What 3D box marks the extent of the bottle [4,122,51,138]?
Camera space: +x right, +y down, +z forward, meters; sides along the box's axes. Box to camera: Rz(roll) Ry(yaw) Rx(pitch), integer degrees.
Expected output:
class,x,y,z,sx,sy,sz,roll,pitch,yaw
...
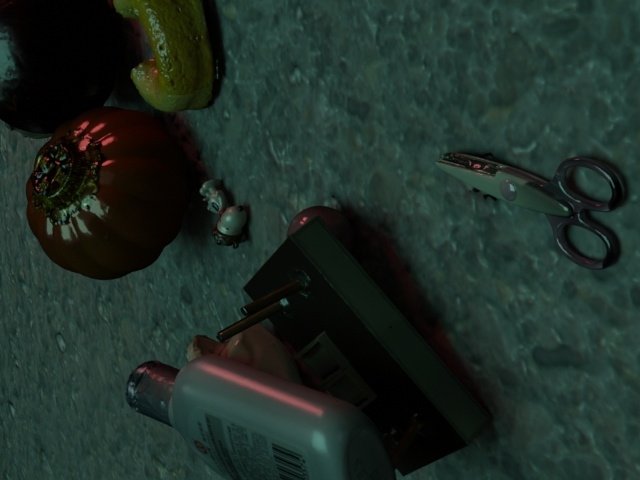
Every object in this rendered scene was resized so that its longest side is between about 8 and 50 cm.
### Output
class,x,y,z,sx,sy,sz,roll,pitch,yaw
bottle,-0.440,-0.209,1.524,0.152,0.099,0.099,-33,76,59

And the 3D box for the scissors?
class,x,y,z,sx,sy,sz,roll,pitch,yaw
scissors,0.154,-0.038,0.742,0.176,0.022,0.085,28,132,46

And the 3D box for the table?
class,x,y,z,sx,sy,sz,roll,pitch,yaw
table,0.017,0.118,0.885,0.240,0.111,0.121,49,145,5

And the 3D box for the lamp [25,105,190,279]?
class,x,y,z,sx,sy,sz,roll,pitch,yaw
lamp,-0.267,-0.060,1.225,0.223,0.196,0.223,-9,72,29

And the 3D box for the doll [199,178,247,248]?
class,x,y,z,sx,sy,sz,roll,pitch,yaw
doll,-0.117,-0.031,1.155,0.085,0.040,0.058,40,123,36

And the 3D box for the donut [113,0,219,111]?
class,x,y,z,sx,sy,sz,roll,pitch,yaw
donut,-0.177,-0.229,1.121,0.146,0.078,0.181,33,133,49

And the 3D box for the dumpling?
class,x,y,z,sx,sy,sz,roll,pitch,yaw
dumpling,-0.082,0.156,1.103,0.199,0.118,0.136,27,171,36

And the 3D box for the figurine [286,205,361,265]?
class,x,y,z,sx,sy,sz,roll,pitch,yaw
figurine,0.000,0.000,0.959,0.071,0.067,0.083,42,160,-27

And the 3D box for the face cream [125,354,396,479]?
class,x,y,z,sx,sy,sz,roll,pitch,yaw
face cream,-0.065,0.167,0.858,0.291,0.071,0.144,10,130,42

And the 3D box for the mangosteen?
class,x,y,z,sx,sy,sz,roll,pitch,yaw
mangosteen,-0.398,-0.256,1.269,0.235,0.262,0.235,177,90,-71
